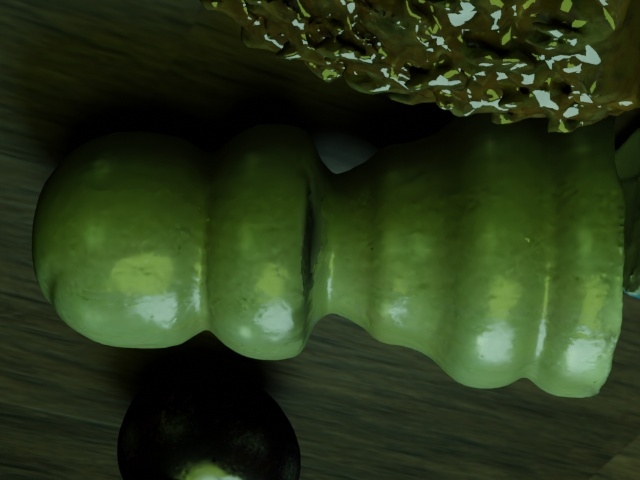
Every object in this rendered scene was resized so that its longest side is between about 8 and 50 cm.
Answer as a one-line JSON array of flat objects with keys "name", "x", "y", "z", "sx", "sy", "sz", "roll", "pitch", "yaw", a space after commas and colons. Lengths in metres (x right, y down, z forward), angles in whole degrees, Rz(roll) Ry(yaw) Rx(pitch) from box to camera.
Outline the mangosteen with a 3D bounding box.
[{"name": "mangosteen", "x": -0.082, "y": 0.168, "z": 1.012, "sx": 0.137, "sy": 0.151, "sz": 0.137, "roll": 9, "pitch": 148, "yaw": 5}]

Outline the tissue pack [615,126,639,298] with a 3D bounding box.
[{"name": "tissue pack", "x": 0.330, "y": -0.020, "z": 0.849, "sx": 0.269, "sy": 0.137, "sz": 0.209, "roll": 15, "pitch": 137, "yaw": -23}]

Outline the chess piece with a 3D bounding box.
[{"name": "chess piece", "x": 0.000, "y": 0.000, "z": 0.832, "sx": 0.330, "sy": 0.182, "sz": 0.182, "roll": 1, "pitch": 139, "yaw": 2}]

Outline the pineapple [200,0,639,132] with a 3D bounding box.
[{"name": "pineapple", "x": -0.010, "y": -0.167, "z": 0.632, "sx": 0.362, "sy": 0.202, "sz": 0.202, "roll": 10, "pitch": 141, "yaw": 10}]
